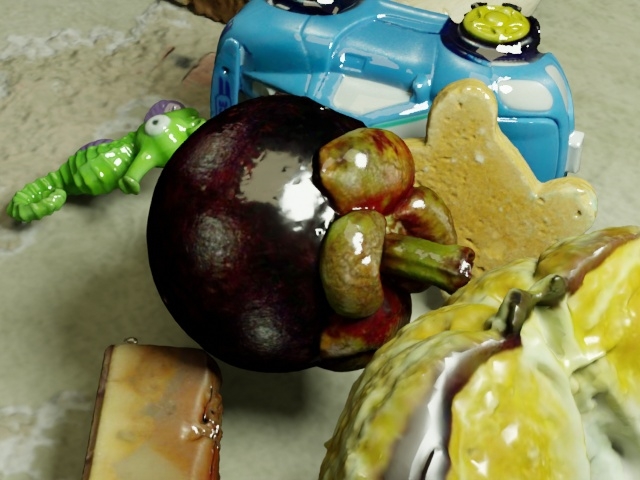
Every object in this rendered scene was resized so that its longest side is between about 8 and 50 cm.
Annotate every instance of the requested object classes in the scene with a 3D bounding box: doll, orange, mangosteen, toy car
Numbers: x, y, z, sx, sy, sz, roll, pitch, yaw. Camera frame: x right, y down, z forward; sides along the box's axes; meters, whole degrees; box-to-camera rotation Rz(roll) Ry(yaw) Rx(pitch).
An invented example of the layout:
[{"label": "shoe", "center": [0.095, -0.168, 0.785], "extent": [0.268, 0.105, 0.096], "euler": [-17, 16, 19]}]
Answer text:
[{"label": "doll", "center": [-0.180, -0.063, 1.409], "extent": [0.190, 0.050, 0.115], "euler": [-23, 21, 10]}, {"label": "orange", "center": [0.140, 0.154, 1.084], "extent": [0.368, 0.271, 0.210], "euler": [-35, 10, -31]}, {"label": "mangosteen", "center": [0.000, 0.000, 1.187], "extent": [0.250, 0.211, 0.211], "euler": [12, 42, 35]}, {"label": "toy car", "center": [0.055, -0.097, 1.363], "extent": [0.314, 0.198, 0.166], "euler": [17, 43, 16]}]

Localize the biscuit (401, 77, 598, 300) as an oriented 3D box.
[{"label": "biscuit", "center": [0.144, -0.008, 1.288], "extent": [0.234, 0.153, 0.030], "euler": [44, 33, -11]}]

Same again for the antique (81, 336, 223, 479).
[{"label": "antique", "center": [-0.118, 0.207, 1.124], "extent": [0.093, 0.087, 0.310], "euler": [3, 43, 0]}]

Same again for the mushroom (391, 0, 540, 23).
[{"label": "mushroom", "center": [0.118, -0.223, 1.582], "extent": [0.122, 0.095, 0.351], "euler": [15, 41, 40]}]

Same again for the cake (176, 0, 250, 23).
[{"label": "cake", "center": [-0.051, -0.367, 1.607], "extent": [0.290, 0.282, 0.256], "euler": [28, 56, 21]}]
